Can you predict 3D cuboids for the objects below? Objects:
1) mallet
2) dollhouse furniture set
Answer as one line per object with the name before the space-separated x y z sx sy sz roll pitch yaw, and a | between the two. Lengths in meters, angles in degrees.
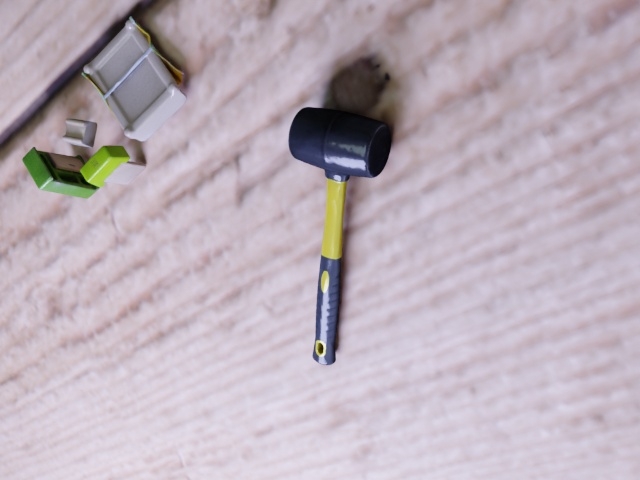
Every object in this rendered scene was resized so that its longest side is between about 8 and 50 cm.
mallet | 0.000 0.000 0.511 0.062 0.039 0.190 25 122 23
dollhouse furniture set | -0.161 -0.093 0.589 0.151 0.058 0.076 -41 74 17
